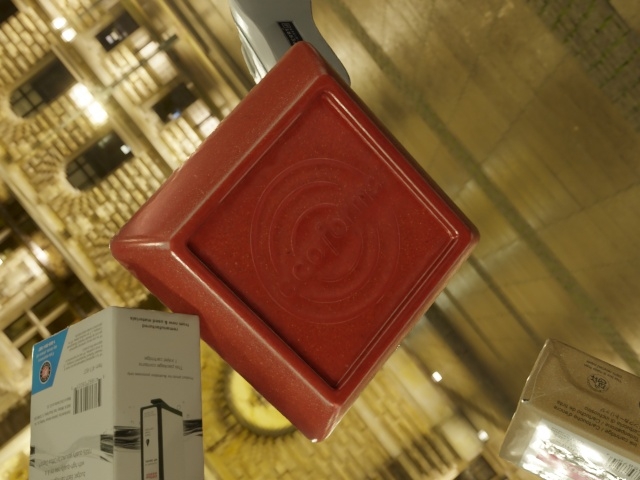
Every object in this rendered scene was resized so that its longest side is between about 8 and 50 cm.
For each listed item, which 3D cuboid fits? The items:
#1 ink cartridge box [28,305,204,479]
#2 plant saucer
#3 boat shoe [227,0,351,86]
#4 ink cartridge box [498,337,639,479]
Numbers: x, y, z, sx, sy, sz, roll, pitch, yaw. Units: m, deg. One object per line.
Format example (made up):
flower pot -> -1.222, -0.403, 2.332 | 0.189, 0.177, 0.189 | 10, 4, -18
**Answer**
ink cartridge box -> -0.165, 0.169, 0.757 | 0.086, 0.148, 0.203 | 11, -113, -39
plant saucer -> 0.000, 0.000, 0.814 | 0.259, 0.258, 0.048 | 46, 161, -16
boat shoe -> -0.044, -0.195, 0.980 | 0.084, 0.095, 0.258 | 106, 155, -45
ink cartridge box -> 0.323, 0.223, 1.023 | 0.235, 0.088, 0.193 | 24, 153, 16
